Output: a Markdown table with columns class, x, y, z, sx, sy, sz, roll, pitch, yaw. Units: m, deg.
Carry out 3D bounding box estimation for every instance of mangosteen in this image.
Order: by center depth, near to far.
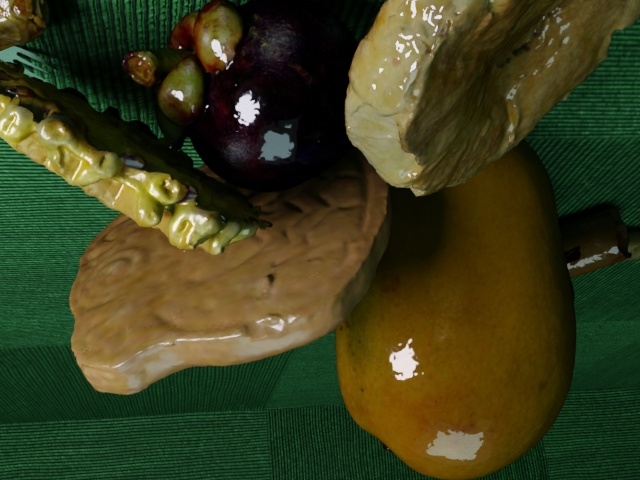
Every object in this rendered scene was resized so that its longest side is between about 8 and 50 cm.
| class | x | y | z | sx | sy | sz | roll | pitch | yaw |
| --- | --- | --- | --- | --- | --- | --- | --- | --- | --- |
| mangosteen | -0.069 | -0.142 | 0.782 | 0.231 | 0.194 | 0.194 | 13 | 154 | -17 |

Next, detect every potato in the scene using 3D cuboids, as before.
| class | x | y | z | sx | sy | sz | roll | pitch | yaw |
| --- | --- | --- | --- | --- | --- | --- | --- | --- | --- |
| potato | 0.545 | 0.008 | 1.504 | 0.083 | 0.062 | 0.068 | 26 | 133 | -17 |

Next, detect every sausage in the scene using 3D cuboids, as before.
| class | x | y | z | sx | sy | sz | roll | pitch | yaw |
| --- | --- | --- | --- | --- | --- | --- | --- | --- | --- |
| sausage | 0.391 | 0.022 | 1.441 | 0.271 | 0.108 | 0.109 | -16 | 157 | 24 |

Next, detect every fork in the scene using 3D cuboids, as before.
| class | x | y | z | sx | sy | sz | roll | pitch | yaw |
| --- | --- | --- | --- | --- | --- | --- | --- | --- | --- |
| fork | -0.371 | -0.188 | 0.802 | 0.235 | 0.021 | 0.039 | 7 | 153 | -34 |

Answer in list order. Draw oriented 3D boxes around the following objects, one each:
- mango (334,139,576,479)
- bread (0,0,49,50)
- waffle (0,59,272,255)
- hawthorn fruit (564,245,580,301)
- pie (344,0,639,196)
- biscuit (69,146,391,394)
| class | x | y | z | sx | sy | sz | roll | pitch | yaw |
| --- | --- | --- | --- | --- | --- | --- | --- | --- | --- |
| mango | 0.171 | 0.067 | 1.038 | 0.300 | 0.445 | 0.232 | 9 | 174 | -1 |
| bread | -0.295 | -0.200 | 0.744 | 0.110 | 0.060 | 0.066 | -12 | 127 | 17 |
| waffle | -0.186 | -0.078 | 0.783 | 0.329 | 0.062 | 0.329 | 30 | -176 | -2 |
| hawthorn fruit | 0.232 | 0.065 | 1.285 | 0.316 | 0.315 | 0.316 | -5 | 159 | -2 |
| pie | 0.158 | -0.170 | 0.732 | 0.340 | 0.083 | 0.339 | -30 | 156 | -15 |
| biscuit | -0.099 | -0.006 | 0.911 | 0.365 | 0.385 | 0.062 | -17 | 122 | 7 |
